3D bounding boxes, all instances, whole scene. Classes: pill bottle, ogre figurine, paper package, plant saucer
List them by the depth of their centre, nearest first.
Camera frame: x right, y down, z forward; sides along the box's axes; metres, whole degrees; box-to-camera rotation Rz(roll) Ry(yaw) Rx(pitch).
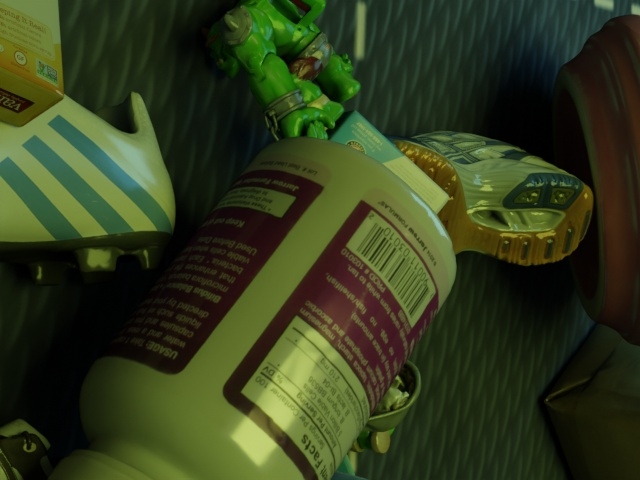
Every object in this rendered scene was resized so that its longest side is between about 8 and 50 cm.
[{"bbox_3d":[-0.050,0.090,0.878,0.301,0.169,0.169,-54,127,-27],"label":"pill bottle"},{"bbox_3d":[-0.025,-0.144,1.038,0.118,0.097,0.197,54,40,-14],"label":"ogre figurine"},{"bbox_3d":[0.288,-0.051,1.307,0.332,0.084,0.332,-7,90,-89],"label":"plant saucer"},{"bbox_3d":[0.423,0.215,1.497,0.309,0.168,0.325,-45,122,-37],"label":"paper package"}]

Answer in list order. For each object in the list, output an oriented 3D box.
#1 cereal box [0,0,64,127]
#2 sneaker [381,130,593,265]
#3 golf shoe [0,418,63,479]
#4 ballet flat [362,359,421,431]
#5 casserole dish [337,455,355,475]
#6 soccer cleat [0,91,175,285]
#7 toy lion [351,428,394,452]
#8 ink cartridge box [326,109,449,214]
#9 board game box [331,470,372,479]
[{"bbox_3d":[-0.233,-0.202,0.782,0.173,0.047,0.240,23,48,-46],"label":"cereal box"},{"bbox_3d":[0.092,-0.045,1.187,0.296,0.131,0.112,9,112,-29],"label":"sneaker"},{"bbox_3d":[-0.224,0.149,0.840,0.198,0.077,0.094,43,55,-52],"label":"golf shoe"},{"bbox_3d":[-0.011,0.123,1.051,0.213,0.068,0.072,-5,55,-36],"label":"ballet flat"},{"bbox_3d":[-0.009,0.241,1.104,0.114,0.037,0.188,-38,117,-41],"label":"casserole dish"},{"bbox_3d":[-0.225,-0.044,0.822,0.331,0.116,0.143,2,77,-53],"label":"soccer cleat"},{"bbox_3d":[0.047,0.123,1.178,0.096,0.034,0.100,-44,122,-48],"label":"toy lion"},{"bbox_3d":[0.000,0.000,1.046,0.104,0.061,0.181,42,85,-11],"label":"ink cartridge box"},{"bbox_3d":[-0.036,0.304,0.882,0.291,0.232,0.141,-54,125,-25],"label":"board game box"}]
